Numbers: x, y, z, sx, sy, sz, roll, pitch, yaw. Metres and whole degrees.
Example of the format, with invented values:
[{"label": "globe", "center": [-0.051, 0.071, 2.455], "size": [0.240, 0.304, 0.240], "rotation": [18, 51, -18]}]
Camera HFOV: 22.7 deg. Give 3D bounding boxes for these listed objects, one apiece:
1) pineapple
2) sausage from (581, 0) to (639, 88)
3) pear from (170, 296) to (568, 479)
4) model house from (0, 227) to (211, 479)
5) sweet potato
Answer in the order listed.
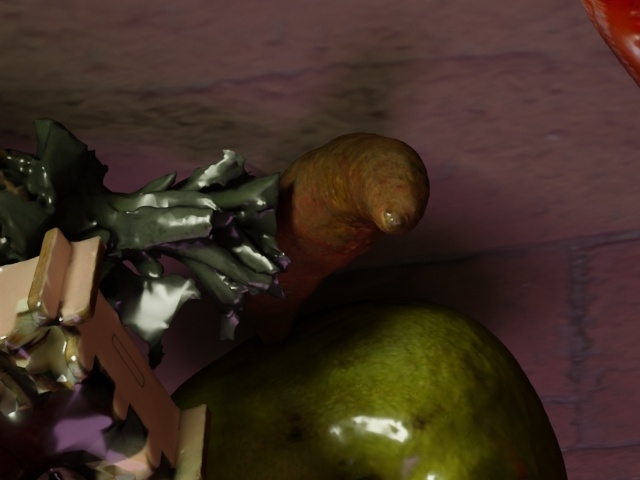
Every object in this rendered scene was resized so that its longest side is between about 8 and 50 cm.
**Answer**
[{"label": "pineapple", "center": [-0.134, -0.006, 0.703], "size": [0.251, 0.125, 0.125], "rotation": [6, 153, -23]}, {"label": "sausage", "center": [0.170, -0.072, 0.664], "size": [0.074, 0.074, 0.274], "rotation": [-17, 153, 25]}, {"label": "pear", "center": [0.015, 0.163, 0.928], "size": [0.269, 0.269, 0.321], "rotation": [-2, 164, -5]}, {"label": "model house", "center": [-0.208, 0.161, 0.595], "size": [0.326, 0.244, 0.169], "rotation": [-17, 122, 11]}, {"label": "sweet potato", "center": [0.004, -0.010, 0.768], "size": [0.058, 0.078, 0.255], "rotation": [22, 160, -11]}]
